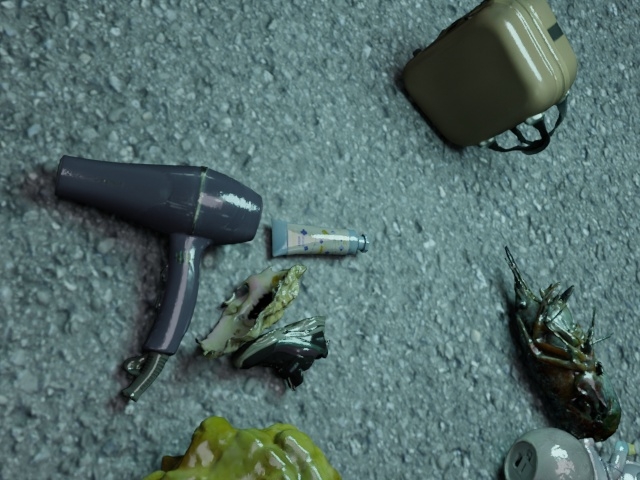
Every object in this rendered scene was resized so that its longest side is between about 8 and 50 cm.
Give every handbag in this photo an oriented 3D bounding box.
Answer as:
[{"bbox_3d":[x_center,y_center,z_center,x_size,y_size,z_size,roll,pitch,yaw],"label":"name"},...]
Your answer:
[{"bbox_3d":[0.320,-0.279,1.549,0.149,0.302,0.283,-39,97,-32],"label":"handbag"}]

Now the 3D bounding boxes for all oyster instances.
[{"bbox_3d":[-0.100,0.114,1.287,0.072,0.132,0.209,54,30,-19],"label":"oyster"}]

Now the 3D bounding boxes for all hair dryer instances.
[{"bbox_3d":[-0.253,0.050,1.244,0.301,0.121,0.361,11,71,-14],"label":"hair dryer"}]

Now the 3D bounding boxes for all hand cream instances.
[{"bbox_3d":[0.000,0.000,1.419,0.170,0.043,0.065,4,72,-24],"label":"hand cream"}]

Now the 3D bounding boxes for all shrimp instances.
[{"bbox_3d":[0.436,0.174,1.535,0.172,0.137,0.372,-3,76,-53],"label":"shrimp"}]

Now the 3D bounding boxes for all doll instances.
[{"bbox_3d":[0.447,0.403,1.440,0.287,0.151,0.151,18,64,-24],"label":"doll"}]

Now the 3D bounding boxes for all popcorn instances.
[{"bbox_3d":[-0.114,0.357,1.125,0.286,0.215,0.252,-33,94,-29],"label":"popcorn"}]

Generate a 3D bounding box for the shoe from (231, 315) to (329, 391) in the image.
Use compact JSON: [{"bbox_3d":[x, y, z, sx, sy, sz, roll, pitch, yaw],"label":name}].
[{"bbox_3d":[-0.050,0.180,1.312,0.169,0.071,0.099,-19,86,-32],"label":"shoe"}]
